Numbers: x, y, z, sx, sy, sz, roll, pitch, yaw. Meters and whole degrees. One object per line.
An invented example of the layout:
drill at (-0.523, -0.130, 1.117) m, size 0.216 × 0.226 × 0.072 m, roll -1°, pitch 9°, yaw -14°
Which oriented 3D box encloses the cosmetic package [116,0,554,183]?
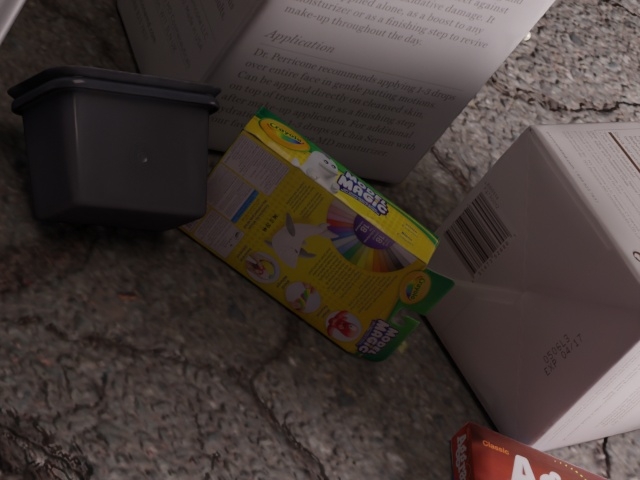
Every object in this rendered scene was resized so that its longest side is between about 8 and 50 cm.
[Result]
cosmetic package at (0.067, -0.256, 1.350) m, size 0.230 × 0.453 × 0.161 m, roll 10°, pitch 45°, yaw -36°

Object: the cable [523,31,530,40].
cable at (0.077, -0.266, 1.700) m, size 0.287 × 0.072 × 0.139 m, roll 52°, pitch 32°, yaw 17°

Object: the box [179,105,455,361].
box at (0.000, 0.000, 1.313) m, size 0.179 × 0.105 × 0.043 m, roll 38°, pitch 36°, yaw -3°

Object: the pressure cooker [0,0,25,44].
pressure cooker at (-0.364, -0.061, 0.808) m, size 0.375 × 0.420 × 0.370 m, roll 26°, pitch 5°, yaw -38°

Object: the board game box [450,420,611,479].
board game box at (0.217, 0.233, 1.323) m, size 0.281 × 0.027 × 0.145 m, roll 24°, pitch 37°, yaw -21°

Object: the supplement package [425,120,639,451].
supplement package at (0.244, 0.027, 1.439) m, size 0.293 × 0.177 × 0.175 m, roll -5°, pitch 54°, yaw -45°

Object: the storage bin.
storage bin at (-0.139, -0.056, 1.274) m, size 0.135 × 0.098 × 0.091 m, roll 7°, pitch 75°, yaw -38°
